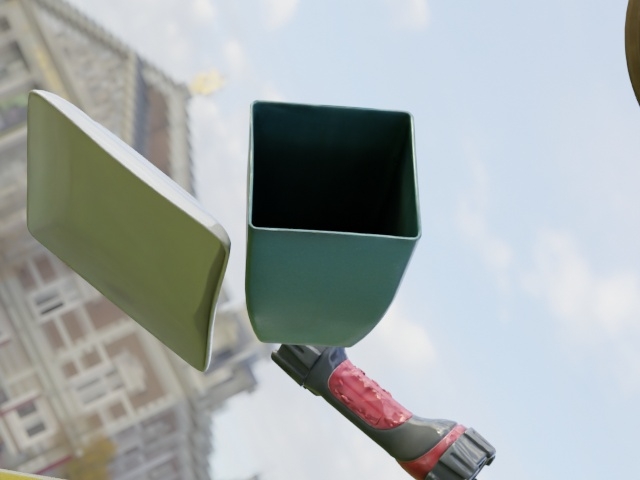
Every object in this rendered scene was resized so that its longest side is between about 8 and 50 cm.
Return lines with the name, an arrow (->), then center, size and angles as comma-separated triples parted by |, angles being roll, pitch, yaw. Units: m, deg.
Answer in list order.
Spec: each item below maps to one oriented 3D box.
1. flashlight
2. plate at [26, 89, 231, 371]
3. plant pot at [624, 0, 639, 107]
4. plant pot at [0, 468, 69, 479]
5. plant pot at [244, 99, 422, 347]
flashlight -> 0.078, 0.207, 2.130 | 0.304, 0.103, 0.103 | 40, -7, 14
plate -> -0.204, -0.013, 1.814 | 0.277, 0.045, 0.278 | 37, -32, 14
plant pot -> 0.314, -0.134, 1.087 | 0.237, 0.237, 0.110 | 65, 15, -2
plant pot -> -0.293, 0.348, 1.567 | 0.187, 0.212, 0.212 | -122, -135, -74
plant pot -> 0.000, 0.000, 1.723 | 0.234, 0.166, 0.165 | 101, -9, -52
